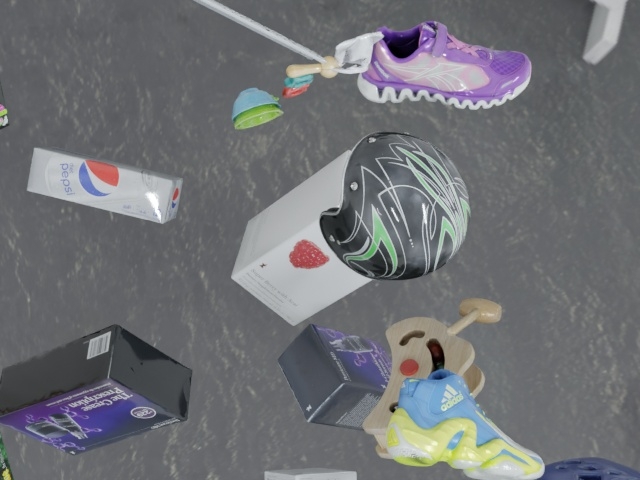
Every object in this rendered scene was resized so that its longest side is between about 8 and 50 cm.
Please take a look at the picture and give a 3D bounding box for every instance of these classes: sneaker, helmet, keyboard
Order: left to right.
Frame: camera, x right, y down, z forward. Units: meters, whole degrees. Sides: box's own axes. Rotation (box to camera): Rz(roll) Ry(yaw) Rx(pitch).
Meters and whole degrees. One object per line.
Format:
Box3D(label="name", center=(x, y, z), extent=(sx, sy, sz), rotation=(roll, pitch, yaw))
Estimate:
Box3D(label="keyboard", center=(-0.109, -0.282, 1.010), extent=(0.256, 0.072, 0.014), rotation=(23, 99, -18))
Box3D(label="helmet", center=(0.091, -0.039, 0.939), extent=(0.170, 0.161, 0.169), rotation=(10, 63, -20))
Box3D(label="sneaker", center=(0.167, -0.244, 1.100), extent=(0.237, 0.104, 0.095), rotation=(2, 46, 6))
Box3D(label="sneaker", center=(0.191, 0.231, 1.026), extent=(0.240, 0.091, 0.126), rotation=(20, 64, -31))

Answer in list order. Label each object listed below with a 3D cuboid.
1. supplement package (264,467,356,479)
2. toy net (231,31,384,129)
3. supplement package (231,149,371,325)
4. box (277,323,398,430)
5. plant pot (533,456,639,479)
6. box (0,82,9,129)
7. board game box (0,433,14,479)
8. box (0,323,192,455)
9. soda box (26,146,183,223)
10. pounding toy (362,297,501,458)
Box3D(label="supplement package", center=(-0.018, 0.557, 1.525), extent=(0.134, 0.139, 0.243), rotation=(6, 77, -29))
Box3D(label="toy net", center=(-0.010, -0.212, 1.100), extent=(0.232, 0.122, 0.045), rotation=(-21, 85, 22))
Box3D(label="supplement package", center=(0.000, 0.000, 1.567), extent=(0.177, 0.293, 0.175), rotation=(40, 36, -23))
Box3D(label="box", center=(0.047, 0.261, 1.521), extent=(0.207, 0.108, 0.153), rotation=(20, 28, -44))
Box3D(label="plant pot", center=(0.369, 0.446, 1.152), extent=(0.212, 0.236, 0.235), rotation=(6, 87, -17))
Box3D(label="box", center=(-0.483, -0.194, 1.140), extent=(0.052, 0.083, 0.062), rotation=(5, 27, 17))
Box3D(label="board game box", center=(-0.553, 0.264, 1.177), extent=(0.260, 0.136, 0.030), rotation=(21, 38, 24))
Box3D(label="box", center=(-0.371, 0.252, 1.330), extent=(0.184, 0.261, 0.103), rotation=(40, 37, -44))
Box3D(label="soda box", center=(-0.431, -0.114, 1.634), extent=(0.287, 0.098, 0.091), rotation=(14, 99, 2))
Box3D(label="pounding toy", center=(0.144, 0.176, 1.201), extent=(0.269, 0.154, 0.154), rotation=(-53, 134, -29))
